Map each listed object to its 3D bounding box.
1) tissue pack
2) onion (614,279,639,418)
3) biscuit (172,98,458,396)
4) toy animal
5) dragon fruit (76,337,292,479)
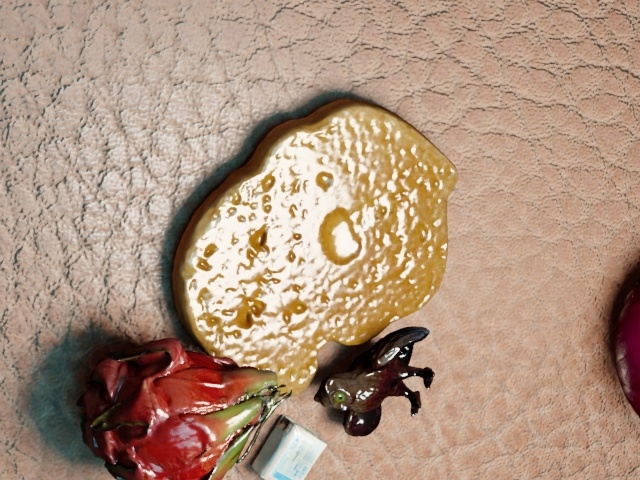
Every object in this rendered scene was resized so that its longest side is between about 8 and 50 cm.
[{"bbox_3d":[-0.047,0.316,1.997,0.074,0.059,0.094,35,87,-27],"label":"tissue pack"},{"bbox_3d":[0.586,0.182,2.114,0.260,0.282,0.336,-14,88,-41],"label":"onion"},{"bbox_3d":[0.000,0.000,1.924,0.455,0.078,0.349,-33,119,-13],"label":"biscuit"},{"bbox_3d":[0.070,0.202,1.990,0.180,0.116,0.218,4,131,-25],"label":"toy animal"},{"bbox_3d":[-0.179,0.224,1.796,0.293,0.233,0.233,-25,117,17],"label":"dragon fruit"}]
